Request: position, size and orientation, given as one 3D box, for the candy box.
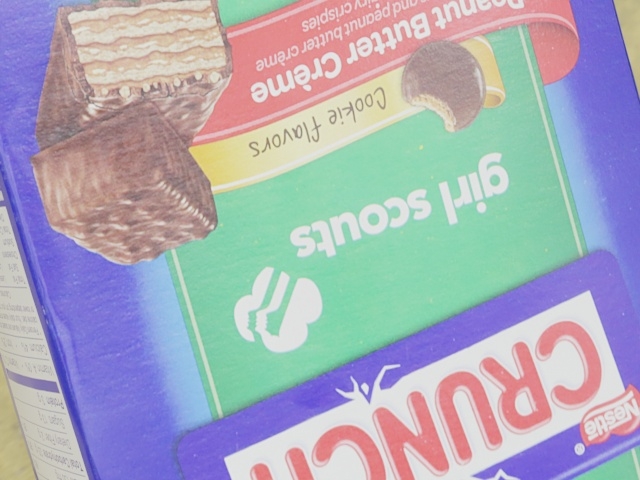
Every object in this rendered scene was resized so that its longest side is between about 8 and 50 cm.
[{"bbox_3d":[0.000,0.000,0.745,0.268,0.122,0.317,-18,98,-19],"label":"candy box"}]
